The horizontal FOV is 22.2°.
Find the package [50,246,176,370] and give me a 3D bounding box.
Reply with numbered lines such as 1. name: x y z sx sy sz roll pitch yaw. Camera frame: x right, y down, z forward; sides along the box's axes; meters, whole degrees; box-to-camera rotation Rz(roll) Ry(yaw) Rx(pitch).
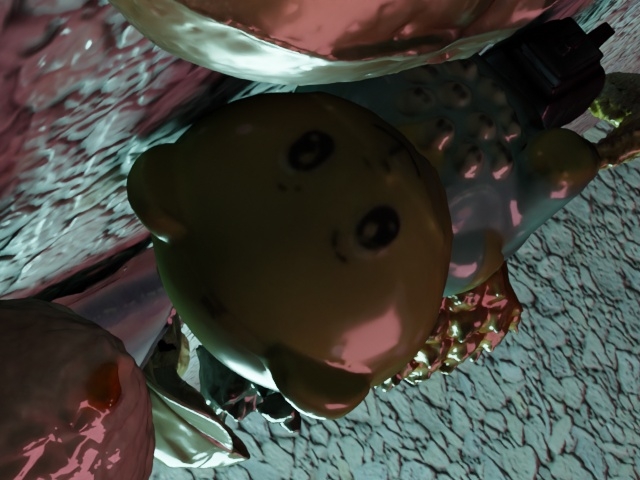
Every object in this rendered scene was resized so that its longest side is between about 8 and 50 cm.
1. package: -0.199 0.119 1.152 0.204 0.062 0.251 -29 146 -50

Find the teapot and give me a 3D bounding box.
1. teapot: 0.196 -0.147 1.418 0.177 0.087 0.096 -31 169 -39

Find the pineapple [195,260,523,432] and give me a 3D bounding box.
1. pineapple: 0.007 0.067 1.577 0.357 0.223 0.223 -28 176 10

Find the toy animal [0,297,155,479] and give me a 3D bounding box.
1. toy animal: -0.206 0.143 0.865 0.226 0.188 0.358 -39 177 -41

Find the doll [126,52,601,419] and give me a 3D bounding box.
1. doll: 0.018 -0.020 0.930 0.161 0.177 0.261 -41 177 42

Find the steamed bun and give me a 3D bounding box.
1. steamed bun: 0.044 -0.121 0.556 0.212 0.110 0.231 -38 177 20

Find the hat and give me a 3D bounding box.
1. hat: -0.153 0.130 1.395 0.144 0.166 0.173 -36 161 20

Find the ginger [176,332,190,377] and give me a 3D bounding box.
1. ginger: -0.186 0.135 1.705 0.069 0.051 0.173 -45 166 27

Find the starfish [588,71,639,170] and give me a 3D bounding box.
1. starfish: 0.334 -0.178 1.614 0.398 0.132 0.384 -44 -169 17
